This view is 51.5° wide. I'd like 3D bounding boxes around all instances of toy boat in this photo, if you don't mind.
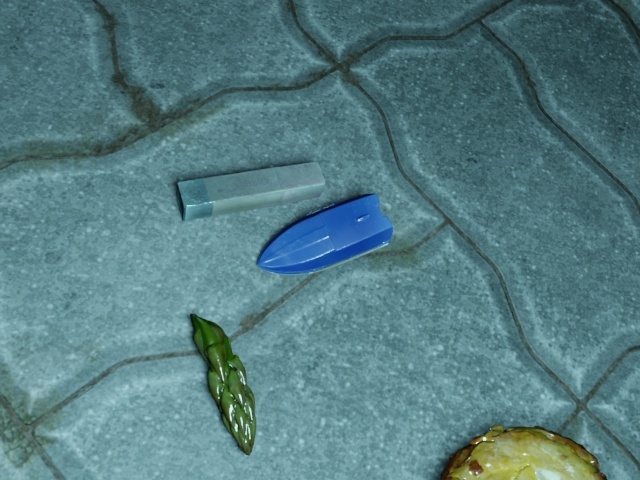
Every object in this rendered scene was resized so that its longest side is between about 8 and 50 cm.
[{"bbox_3d":[0.000,0.000,1.430,0.295,0.088,0.129,-22,70,-12],"label":"toy boat"}]

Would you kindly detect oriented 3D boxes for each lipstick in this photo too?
[{"bbox_3d":[-0.150,-0.110,1.450,0.317,0.068,0.066,-11,65,-20],"label":"lipstick"}]

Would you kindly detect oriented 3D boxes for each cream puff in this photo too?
[{"bbox_3d":[0.367,0.502,1.174,0.350,0.229,0.351,-1,43,1],"label":"cream puff"}]

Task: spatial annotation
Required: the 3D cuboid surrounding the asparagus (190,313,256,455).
[{"bbox_3d":[-0.174,0.261,1.247,0.080,0.080,0.287,-12,68,-20],"label":"asparagus"}]
